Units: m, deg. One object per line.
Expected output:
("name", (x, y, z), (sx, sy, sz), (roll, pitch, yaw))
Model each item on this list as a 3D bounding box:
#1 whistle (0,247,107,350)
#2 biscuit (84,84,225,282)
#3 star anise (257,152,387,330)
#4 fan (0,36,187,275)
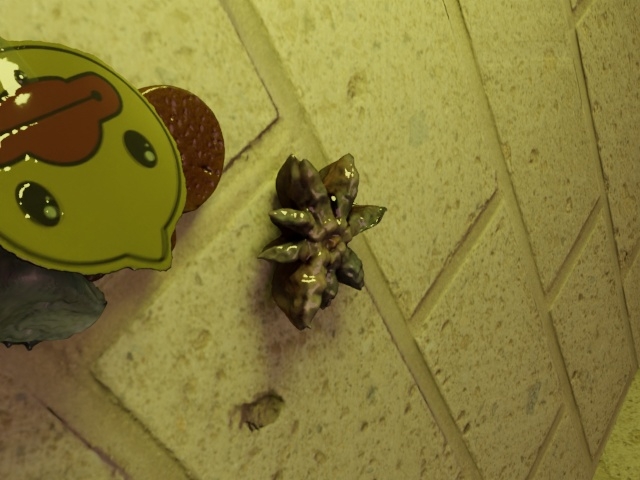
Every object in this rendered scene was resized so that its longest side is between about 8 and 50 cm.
("whistle", (-0.312, 0.027, 0.452), (0.348, 0.189, 0.189), (22, 80, -64))
("biscuit", (-0.192, -0.065, 0.626), (0.236, 0.039, 0.179), (-44, 122, -33))
("star anise", (0.000, 0.000, 0.800), (0.229, 0.093, 0.236), (43, 64, -41))
("fan", (-0.229, -0.108, 0.512), (0.335, 0.011, 0.229), (55, 35, -11))
